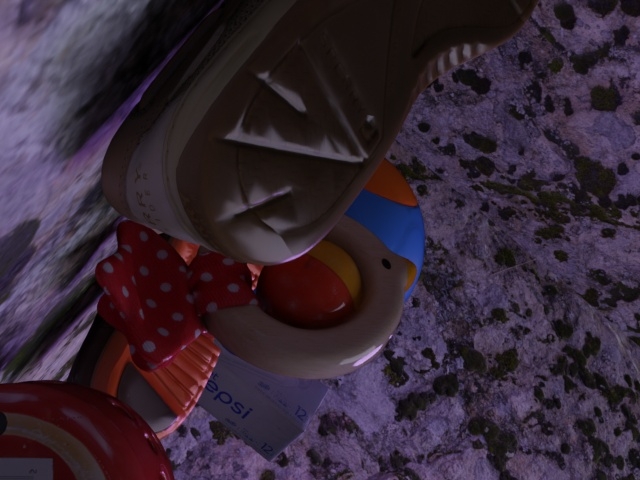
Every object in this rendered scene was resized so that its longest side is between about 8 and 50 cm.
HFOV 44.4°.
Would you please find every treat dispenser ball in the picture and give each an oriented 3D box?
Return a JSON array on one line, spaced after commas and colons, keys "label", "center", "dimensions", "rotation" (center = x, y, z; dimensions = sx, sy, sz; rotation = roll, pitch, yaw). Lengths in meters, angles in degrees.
[{"label": "treat dispenser ball", "center": [0.000, 0.000, 1.083], "dimensions": [0.288, 0.288, 0.288], "rotation": [-50, -178, 3]}]

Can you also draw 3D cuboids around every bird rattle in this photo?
[{"label": "bird rattle", "center": [-0.037, 0.021, 0.602], "dimensions": [0.253, 0.207, 0.143], "rotation": [-44, 159, -51]}]

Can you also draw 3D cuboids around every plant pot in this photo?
[{"label": "plant pot", "center": [-0.196, 0.183, 0.518], "dimensions": [0.191, 0.191, 0.174], "rotation": [-51, 174, -15]}]

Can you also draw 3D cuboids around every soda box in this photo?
[{"label": "soda box", "center": [-0.135, 0.161, 1.057], "dimensions": [0.098, 0.286, 0.091], "rotation": [-50, -178, 38]}]

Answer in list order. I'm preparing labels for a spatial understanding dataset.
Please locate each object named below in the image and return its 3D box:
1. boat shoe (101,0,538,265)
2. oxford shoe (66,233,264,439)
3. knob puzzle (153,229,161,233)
[{"label": "boat shoe", "center": [0.019, -0.132, 0.419], "dimensions": [0.110, 0.121, 0.341], "rotation": [12, -130, 44]}, {"label": "oxford shoe", "center": [-0.134, 0.017, 0.783], "dimensions": [0.133, 0.130, 0.363], "rotation": [3, -127, 45]}, {"label": "knob puzzle", "center": [-0.078, -0.076, 0.646], "dimensions": [0.213, 0.030, 0.213], "rotation": [-40, 171, -7]}]
